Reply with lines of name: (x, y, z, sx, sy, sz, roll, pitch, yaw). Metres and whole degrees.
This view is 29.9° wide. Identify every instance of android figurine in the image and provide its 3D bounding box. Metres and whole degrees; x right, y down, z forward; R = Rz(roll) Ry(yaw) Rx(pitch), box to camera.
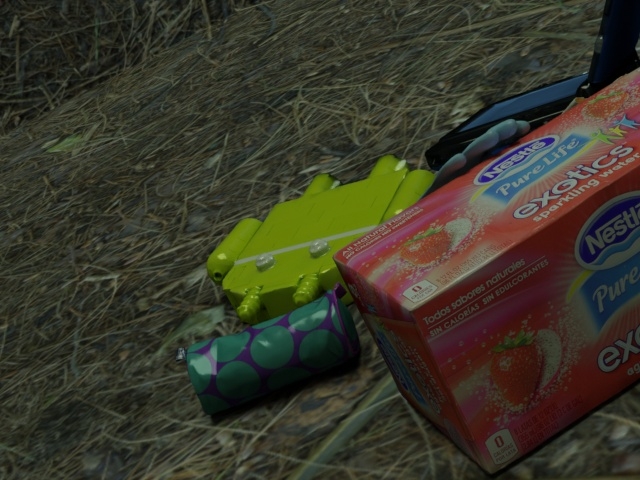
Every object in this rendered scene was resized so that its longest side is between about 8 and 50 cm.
android figurine: (0.000, 0.000, 1.207, 0.248, 0.056, 0.273, -13, 24, 30)

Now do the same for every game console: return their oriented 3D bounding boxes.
game console: (0.227, -0.204, 1.160, 0.250, 0.173, 0.293, -16, 9, 25)

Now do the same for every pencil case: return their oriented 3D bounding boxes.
pencil case: (-0.042, 0.094, 1.029, 0.152, 0.064, 0.070, -21, 47, 12)

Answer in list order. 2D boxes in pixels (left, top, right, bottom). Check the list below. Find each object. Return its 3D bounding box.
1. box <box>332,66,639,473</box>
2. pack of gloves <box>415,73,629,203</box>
box: (0.183, 0.008, 0.862, 0.300, 0.142, 0.154, -31, 21, -10)
pack of gloves: (0.132, -0.058, 1.008, 0.195, 0.046, 0.232, -21, -20, -35)
